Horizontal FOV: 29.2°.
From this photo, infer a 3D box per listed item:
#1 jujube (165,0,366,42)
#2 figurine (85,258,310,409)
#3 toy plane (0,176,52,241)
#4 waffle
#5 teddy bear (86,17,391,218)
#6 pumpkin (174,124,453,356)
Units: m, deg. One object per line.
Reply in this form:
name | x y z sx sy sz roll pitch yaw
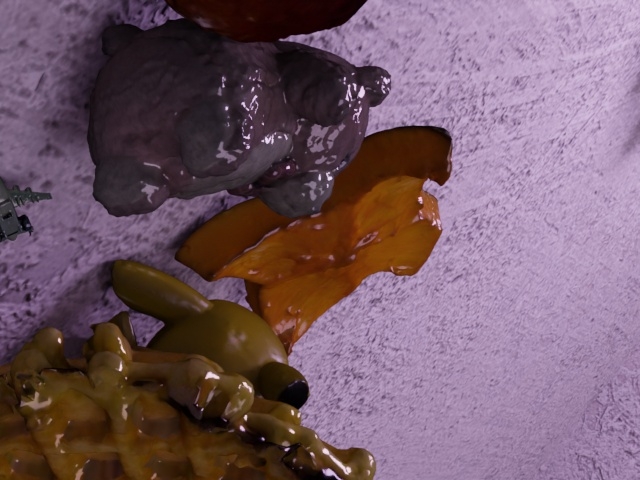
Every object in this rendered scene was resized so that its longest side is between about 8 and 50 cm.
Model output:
jujube | -0.029 -0.227 0.874 0.190 0.190 0.255 -51 172 4
figurine | -0.137 0.161 1.199 0.169 0.218 0.327 -33 158 -56
toy plane | -0.244 -0.023 0.943 0.080 0.033 0.083 -24 147 -16
waffle | -0.167 0.220 1.066 0.379 0.095 0.382 34 126 -28
teddy bear | -0.069 -0.094 0.999 0.236 0.151 0.267 -20 164 29
pumpkin | 0.022 -0.001 1.244 0.290 0.095 0.258 -27 150 8
